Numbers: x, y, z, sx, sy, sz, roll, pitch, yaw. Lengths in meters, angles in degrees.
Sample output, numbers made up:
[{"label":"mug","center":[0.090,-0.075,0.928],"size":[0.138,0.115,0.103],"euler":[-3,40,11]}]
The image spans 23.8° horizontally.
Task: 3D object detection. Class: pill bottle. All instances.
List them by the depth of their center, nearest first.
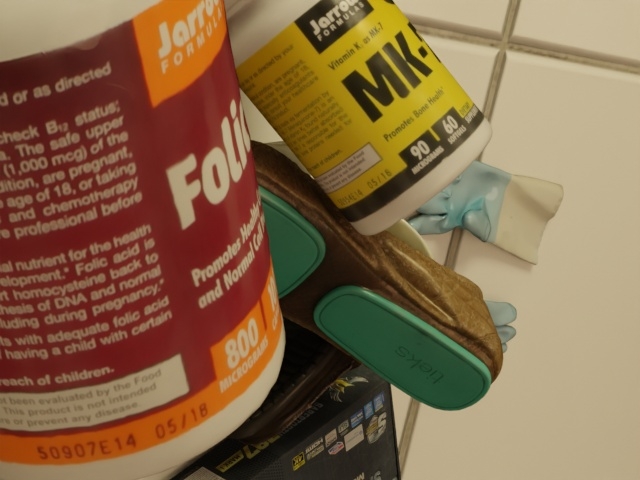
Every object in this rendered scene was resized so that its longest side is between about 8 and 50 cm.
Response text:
[{"label":"pill bottle","center":[-0.155,-0.076,0.842],"size":[0.224,0.224,0.392],"euler":[-35,131,-34]},{"label":"pill bottle","center":[0.010,-0.117,1.027],"size":[0.119,0.119,0.208],"euler":[-44,99,-27]}]

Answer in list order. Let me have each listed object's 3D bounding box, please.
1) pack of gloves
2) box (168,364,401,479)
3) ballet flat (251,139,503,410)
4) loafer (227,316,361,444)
[{"label":"pack of gloves","center":[0.141,0.030,1.362],"size":[0.232,0.046,0.195],"euler":[11,97,-50]},{"label":"box","center":[-0.029,0.230,1.249],"size":[0.233,0.059,0.183],"euler":[-31,129,-36]},{"label":"ballet flat","center":[0.000,0.000,1.113],"size":[0.342,0.116,0.124],"euler":[31,40,-22]},{"label":"loafer","center":[0.001,0.088,1.202],"size":[0.220,0.080,0.078],"euler":[-45,135,-26]}]
